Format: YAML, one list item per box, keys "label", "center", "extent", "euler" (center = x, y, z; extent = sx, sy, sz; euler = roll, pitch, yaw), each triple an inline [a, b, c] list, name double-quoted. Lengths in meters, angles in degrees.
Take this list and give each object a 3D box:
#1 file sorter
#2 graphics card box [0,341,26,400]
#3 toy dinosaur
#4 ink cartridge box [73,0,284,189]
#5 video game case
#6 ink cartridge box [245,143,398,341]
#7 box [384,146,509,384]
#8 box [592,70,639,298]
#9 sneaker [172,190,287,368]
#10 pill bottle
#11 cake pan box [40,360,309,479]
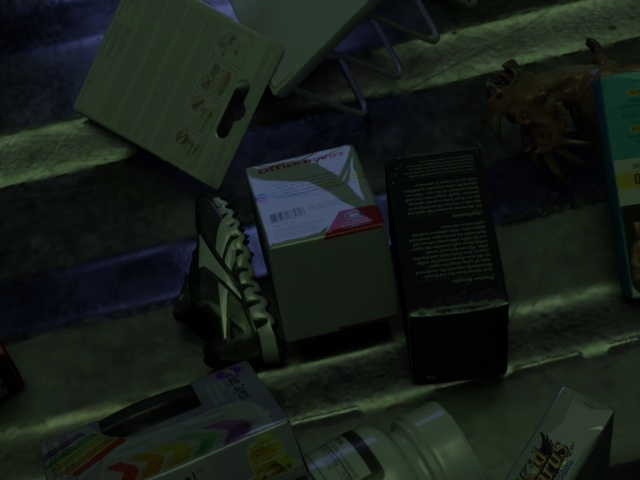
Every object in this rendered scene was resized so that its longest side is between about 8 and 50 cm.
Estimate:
- label: "file sorter"
  center: [0.059, -0.306, 2.088]
  extent: [0.278, 0.173, 0.193]
  euler: [-43, 54, 27]
- label: "graphics card box"
  center: [-0.542, 0.156, 1.979]
  extent: [0.371, 0.094, 0.233]
  euler: [-31, 60, -13]
- label: "toy dinosaur"
  center: [0.338, -0.126, 2.062]
  extent: [0.296, 0.127, 0.200]
  euler: [33, 74, 8]
- label: "ink cartridge box"
  center: [-0.160, -0.187, 2.119]
  extent: [0.232, 0.066, 0.189]
  euler: [29, 99, 22]
- label: "video game case"
  center: [0.192, 0.302, 1.709]
  extent: [0.061, 0.269, 0.244]
  euler: [24, 63, 20]
- label: "ink cartridge box"
  center: [0.000, 0.000, 1.973]
  extent: [0.128, 0.127, 0.176]
  euler: [-13, 34, -3]
- label: "box"
  center: [0.136, 0.028, 1.959]
  extent: [0.108, 0.153, 0.207]
  euler: [-8, 58, 0]
- label: "box"
  center: [0.365, -0.063, 1.977]
  extent: [0.101, 0.060, 0.244]
  euler: [-9, 90, 0]
- label: "sneaker"
  center: [-0.120, 0.046, 2.016]
  extent: [0.106, 0.078, 0.234]
  euler: [-17, 60, -8]
- label: "pill bottle"
  center: [0.020, 0.284, 1.801]
  extent: [0.283, 0.161, 0.161]
  euler: [-26, 59, -11]
- label: "cake pan box"
  center: [-0.154, 0.219, 1.831]
  extent: [0.246, 0.267, 0.070]
  euler: [-20, 103, -7]
